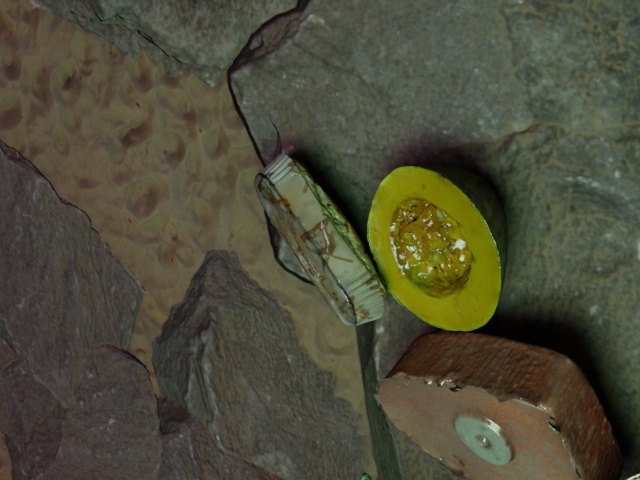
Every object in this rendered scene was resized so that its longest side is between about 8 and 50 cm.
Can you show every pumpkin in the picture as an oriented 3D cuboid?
[{"bbox_3d":[0.163,-0.007,1.015,0.217,0.110,0.218,29,136,33],"label":"pumpkin"}]

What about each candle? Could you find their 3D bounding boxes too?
[{"bbox_3d":[0.237,0.215,1.005,0.316,0.131,0.287,34,151,13],"label":"candle"}]

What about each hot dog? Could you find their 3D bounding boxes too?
[{"bbox_3d":[0.000,0.000,1.110,0.268,0.075,0.144,56,164,8],"label":"hot dog"}]

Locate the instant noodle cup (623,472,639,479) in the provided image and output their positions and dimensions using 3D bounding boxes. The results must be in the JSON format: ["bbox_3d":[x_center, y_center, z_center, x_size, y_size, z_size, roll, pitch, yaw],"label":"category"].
[{"bbox_3d":[0.411,0.357,0.874,0.250,0.192,0.251,-14,65,33],"label":"instant noodle cup"}]

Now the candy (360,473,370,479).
[{"bbox_3d":[0.037,0.494,1.351,0.073,0.077,0.262,39,121,40],"label":"candy"}]
